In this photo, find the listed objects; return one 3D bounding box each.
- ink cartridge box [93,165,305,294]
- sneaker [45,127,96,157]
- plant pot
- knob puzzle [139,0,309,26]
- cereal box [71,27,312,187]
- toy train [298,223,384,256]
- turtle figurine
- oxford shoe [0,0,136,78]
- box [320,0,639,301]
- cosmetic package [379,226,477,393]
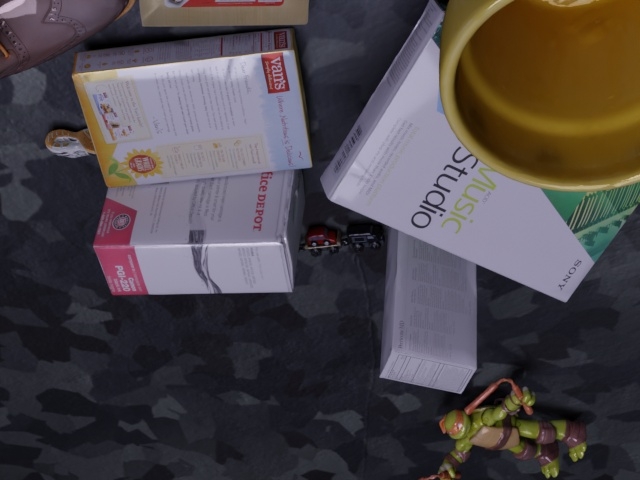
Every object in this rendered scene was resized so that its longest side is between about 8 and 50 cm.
[{"bbox_3d":[-0.133,-0.022,1.507,0.218,0.158,0.092,-2,136,9],"label":"ink cartridge box"},{"bbox_3d":[-0.277,-0.112,1.525,0.083,0.032,0.037,6,161,-5],"label":"sneaker"},{"bbox_3d":[0.237,-0.214,1.198,0.254,0.239,0.254,4,138,3],"label":"plant pot"},{"bbox_3d":[-0.096,-0.303,1.287,0.213,0.030,0.213,-4,129,-5],"label":"knob puzzle"},{"bbox_3d":[-0.135,-0.143,1.440,0.240,0.047,0.173,-6,136,2],"label":"cereal box"},{"bbox_3d":[0.000,0.000,1.615,0.158,0.027,0.036,-6,133,12],"label":"toy train"},{"bbox_3d":[0.250,0.279,1.852,0.217,0.087,0.269,16,129,-22],"label":"turtle figurine"},{"bbox_3d":[-0.351,-0.199,1.355,0.364,0.132,0.130,-16,133,22],"label":"oxford shoe"},{"bbox_3d":[0.194,-0.087,1.389,0.322,0.058,0.232,22,114,-24],"label":"box"},{"bbox_3d":[0.125,0.056,1.506,0.099,0.239,0.060,14,139,-8],"label":"cosmetic package"}]
